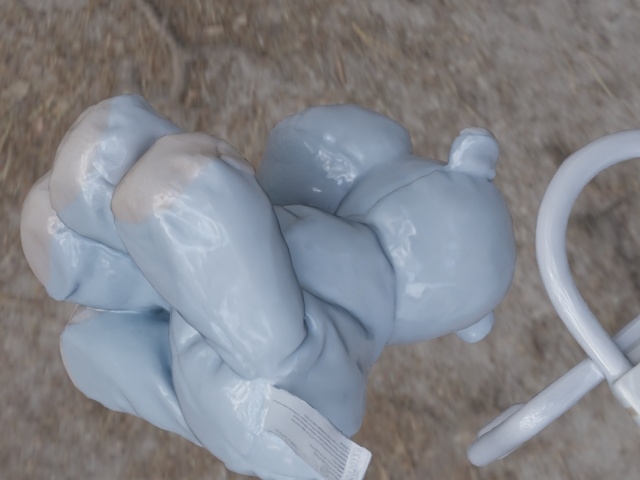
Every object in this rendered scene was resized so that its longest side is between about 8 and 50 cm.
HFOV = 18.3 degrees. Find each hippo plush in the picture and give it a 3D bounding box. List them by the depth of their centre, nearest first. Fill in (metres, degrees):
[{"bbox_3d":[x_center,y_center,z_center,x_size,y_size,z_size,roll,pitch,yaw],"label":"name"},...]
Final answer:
[{"bbox_3d":[0.000,0.000,1.106,0.236,0.294,0.234,-34,138,-29],"label":"hippo plush"}]

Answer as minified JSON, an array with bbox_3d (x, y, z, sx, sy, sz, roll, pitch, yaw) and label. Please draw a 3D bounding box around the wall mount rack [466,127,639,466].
[{"bbox_3d":[0.248,0.084,0.907,0.304,0.130,0.350,-35,83,-19],"label":"wall mount rack"}]
